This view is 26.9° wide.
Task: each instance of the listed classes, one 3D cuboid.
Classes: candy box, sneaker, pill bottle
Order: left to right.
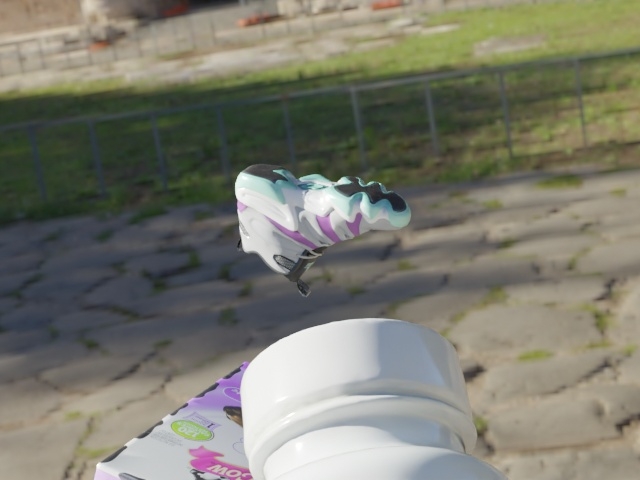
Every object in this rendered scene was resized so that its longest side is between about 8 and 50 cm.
[{"bbox_3d":[-0.024,0.160,0.813,0.165,0.070,0.196,21,19,17],"label":"candy box"},{"bbox_3d":[0.000,0.000,0.722,0.098,0.069,0.038,13,22,21],"label":"sneaker"},{"bbox_3d":[0.028,0.154,0.551,0.131,0.131,0.229,-9,56,1],"label":"pill bottle"}]
